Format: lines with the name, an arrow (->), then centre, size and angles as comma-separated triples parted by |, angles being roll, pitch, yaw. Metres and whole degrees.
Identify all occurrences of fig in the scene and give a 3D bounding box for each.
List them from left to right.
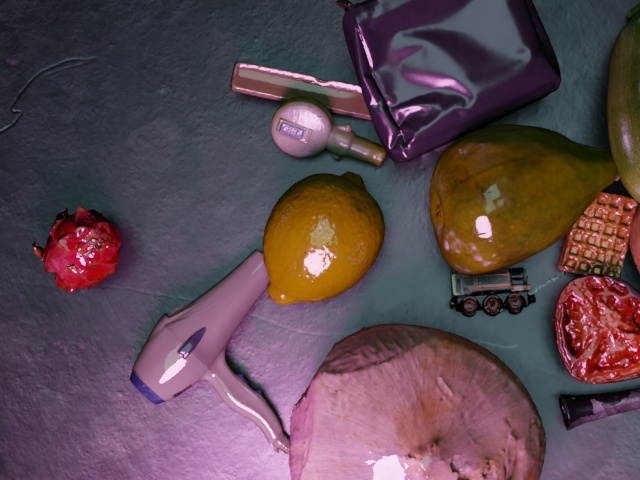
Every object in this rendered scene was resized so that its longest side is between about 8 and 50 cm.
fig -> 0.312, -0.079, 1.589 | 0.314, 0.233, 0.233 | -23, 83, -29

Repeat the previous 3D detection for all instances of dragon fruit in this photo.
dragon fruit -> -0.395, 0.016, 1.675 | 0.136, 0.133, 0.166 | 38, 131, 7

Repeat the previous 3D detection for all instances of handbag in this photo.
handbag -> 0.192, -0.300, 1.606 | 0.301, 0.178, 0.275 | -25, 96, -2

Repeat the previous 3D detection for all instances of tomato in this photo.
tomato -> 0.451, 0.134, 1.598 | 0.166, 0.082, 0.174 | -13, 89, 9

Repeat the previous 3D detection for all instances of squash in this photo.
squash -> 0.495, -0.213, 1.552 | 0.107, 0.107, 0.395 | 5, 58, 6

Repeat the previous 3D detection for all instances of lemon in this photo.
lemon -> 0.000, 0.000, 1.606 | 0.184, 0.184, 0.248 | 32, 86, 7

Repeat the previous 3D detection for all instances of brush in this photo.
brush -> -0.010, -0.247, 1.694 | 0.282, 0.048, 0.054 | 11, 89, -1

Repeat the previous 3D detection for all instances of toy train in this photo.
toy train -> 0.277, 0.079, 1.637 | 0.137, 0.050, 0.087 | -4, 82, 5

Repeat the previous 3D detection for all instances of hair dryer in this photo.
hair dryer -> -0.127, 0.166, 1.662 | 0.298, 0.119, 0.296 | 24, 84, -9

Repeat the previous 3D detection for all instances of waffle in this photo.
waffle -> 0.449, -0.009, 1.629 | 0.102, 0.042, 0.148 | 15, 87, 6

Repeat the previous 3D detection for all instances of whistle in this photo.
whistle -> 0.013, -0.168, 1.669 | 0.198, 0.057, 0.104 | 22, 121, -1

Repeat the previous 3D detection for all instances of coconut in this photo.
coconut -> 0.139, 0.312, 1.477 | 0.404, 0.404, 0.405 | 0, 86, 6

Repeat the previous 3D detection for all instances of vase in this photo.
vase -> 0.467, 0.257, 1.600 | 0.167, 0.059, 0.059 | -12, 85, 4

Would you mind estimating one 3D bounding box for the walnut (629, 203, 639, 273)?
walnut -> 0.588, -0.007, 1.536 | 0.228, 0.228, 0.228 | 0, 86, 6
